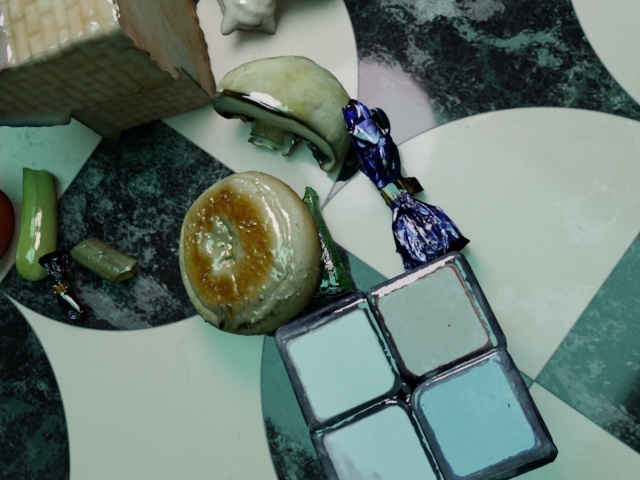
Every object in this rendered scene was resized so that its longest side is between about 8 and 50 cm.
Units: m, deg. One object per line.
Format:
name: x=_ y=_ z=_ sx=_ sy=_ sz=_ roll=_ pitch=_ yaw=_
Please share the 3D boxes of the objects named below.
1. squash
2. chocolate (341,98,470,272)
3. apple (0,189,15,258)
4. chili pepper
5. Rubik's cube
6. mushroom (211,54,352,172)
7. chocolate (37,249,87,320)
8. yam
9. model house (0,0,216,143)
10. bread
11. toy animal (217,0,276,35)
squash: x=-0.596 y=-0.038 z=1.404 sx=0.083 sy=0.083 sz=0.250 roll=-6 pitch=78 yaw=12
chocolate: x=0.133 y=-0.104 z=1.211 sx=0.126 sy=0.148 sz=0.343 roll=-36 pitch=80 yaw=37
apple: x=-0.760 y=-0.044 z=1.355 sx=0.261 sy=0.260 sz=0.216 roll=10 pitch=60 yaw=15
chili pepper: x=0.000 y=0.000 z=1.272 sx=0.088 sy=0.059 sz=0.226 roll=-13 pitch=74 yaw=6
Rubik's cube: x=0.154 y=0.233 z=1.058 sx=0.316 sy=0.318 sz=0.313 roll=-25 pitch=74 yaw=7
mushroom: x=-0.056 y=-0.267 z=1.259 sx=0.267 sy=0.189 sz=0.164 roll=23 pitch=72 yaw=18
chocolate: x=-0.525 y=0.096 z=1.359 sx=0.072 sy=0.070 sz=0.147 roll=4 pitch=107 yaw=56
yam: x=-0.437 y=0.044 z=1.360 sx=0.147 sy=0.070 sz=0.069 roll=28 pitch=88 yaw=15
model house: x=-0.470 y=-0.399 z=1.244 sx=0.400 sy=0.445 sz=0.394 roll=-20 pitch=78 yaw=10
bread: x=-0.123 y=0.027 z=1.222 sx=0.306 sy=0.159 sz=0.305 roll=-6 pitch=78 yaw=31
toy animal: x=-0.066 y=-0.517 z=1.328 sx=0.308 sy=0.266 sz=0.187 roll=-7 pitch=94 yaw=-30
